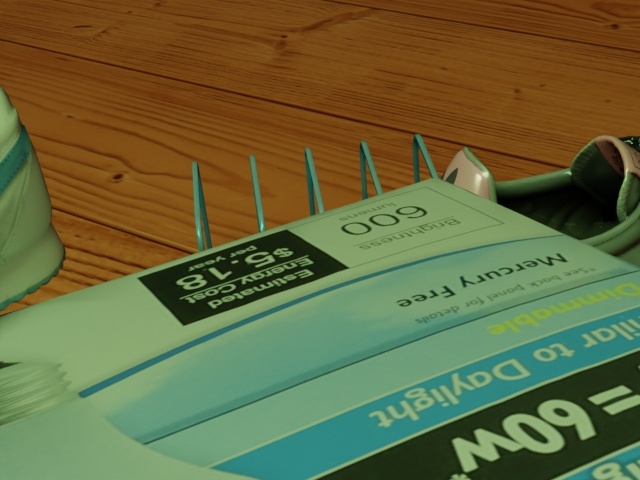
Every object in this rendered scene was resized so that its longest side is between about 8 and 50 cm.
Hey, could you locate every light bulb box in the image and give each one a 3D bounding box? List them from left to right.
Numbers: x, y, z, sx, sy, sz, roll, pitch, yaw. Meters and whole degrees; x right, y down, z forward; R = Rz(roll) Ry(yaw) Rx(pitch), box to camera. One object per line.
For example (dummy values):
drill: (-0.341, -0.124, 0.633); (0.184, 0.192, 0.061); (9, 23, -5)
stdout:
light bulb box: (-0.008, 0.167, 0.358); (0.358, 0.225, 0.361); (-19, 22, -20)

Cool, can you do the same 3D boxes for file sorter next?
file sorter: (0.000, 0.000, 0.793); (0.170, 0.104, 0.118); (-7, 32, -3)

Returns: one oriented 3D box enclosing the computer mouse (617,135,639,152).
computer mouse: (0.315, -0.038, 0.877); (0.071, 0.041, 0.242); (-30, 33, -27)

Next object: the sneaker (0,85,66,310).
sneaker: (-0.181, 0.008, 0.406); (0.087, 0.092, 0.229); (-1, 23, 21)

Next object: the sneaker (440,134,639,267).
sneaker: (0.205, 0.000, 0.707); (0.319, 0.131, 0.112); (-6, 33, -22)
